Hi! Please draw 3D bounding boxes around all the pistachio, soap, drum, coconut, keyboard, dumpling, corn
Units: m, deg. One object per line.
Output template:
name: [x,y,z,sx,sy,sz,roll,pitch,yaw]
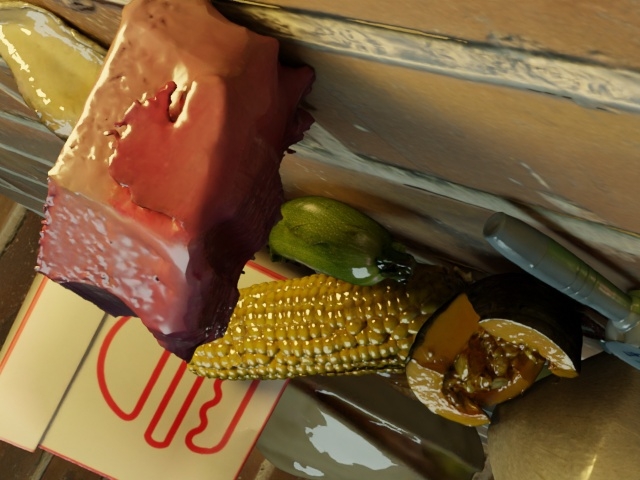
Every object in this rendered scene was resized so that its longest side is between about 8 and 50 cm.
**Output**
pistachio: [0.057,0.280,2.081,0.445,0.281,0.365,30,176,7]
soap: [-0.098,-0.035,0.898,0.127,0.220,0.325,23,172,2]
drum: [0.238,0.054,0.962,0.253,0.049,0.130,34,170,-38]
coconut: [0.284,0.217,1.196,0.265,0.237,0.237,21,171,1]
keyboard: [0.223,0.073,1.229,0.055,0.017,0.166,31,171,-23]
dumpling: [-0.182,-0.098,1.170,0.166,0.086,0.332,17,164,32]
corn: [0.012,0.083,1.292,0.317,0.115,0.115,-6,162,13]

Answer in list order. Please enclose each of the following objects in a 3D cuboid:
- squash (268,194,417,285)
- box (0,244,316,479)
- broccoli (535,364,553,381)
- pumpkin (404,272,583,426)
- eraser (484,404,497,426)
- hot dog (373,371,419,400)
squash: [-0.001,-0.003,1.240,0.071,0.080,0.318,-13,-171,-20]
box: [-0.196,0.100,1.513,0.300,0.312,0.314,26,-173,-11]
broccoli: [0.339,0.287,1.616,0.361,0.221,0.252,43,159,-23]
pumpkin: [0.164,0.088,1.157,0.119,0.108,0.183,37,140,-17]
eraser: [0.262,0.226,1.817,0.174,0.081,0.227,17,167,32]
hot dog: [0.103,0.121,1.549,0.196,0.122,0.272,26,176,23]
